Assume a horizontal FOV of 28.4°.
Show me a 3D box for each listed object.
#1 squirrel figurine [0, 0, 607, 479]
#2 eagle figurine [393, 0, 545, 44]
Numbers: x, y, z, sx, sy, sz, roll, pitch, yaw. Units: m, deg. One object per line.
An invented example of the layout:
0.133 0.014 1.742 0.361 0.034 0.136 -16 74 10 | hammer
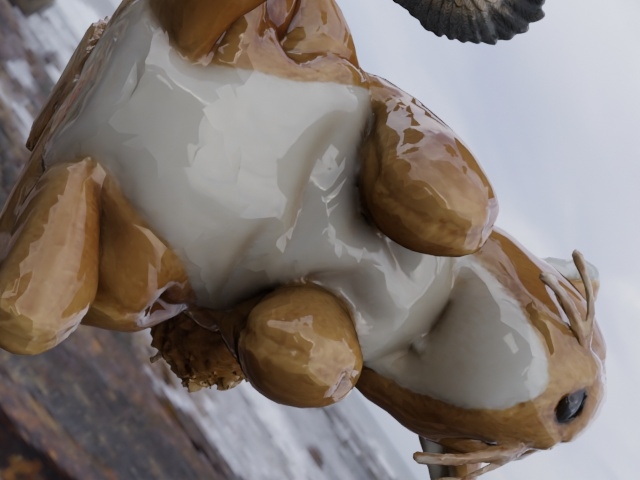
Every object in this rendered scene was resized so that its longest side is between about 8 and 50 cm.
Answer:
0.000 0.000 0.815 0.370 0.281 0.397 30 -6 -20 | squirrel figurine
0.125 -0.383 1.433 0.298 0.225 0.226 45 11 26 | eagle figurine
